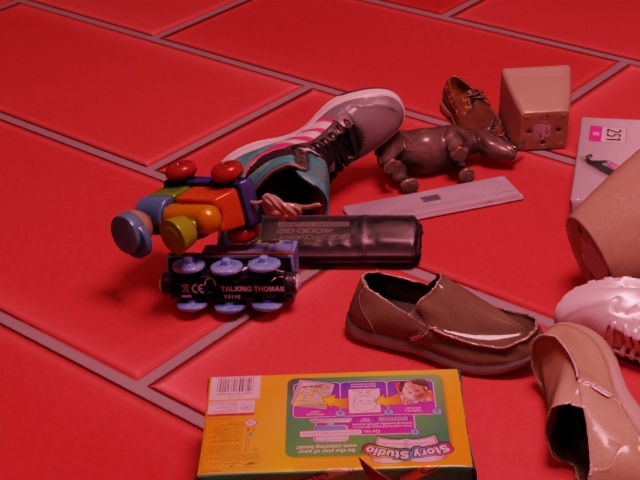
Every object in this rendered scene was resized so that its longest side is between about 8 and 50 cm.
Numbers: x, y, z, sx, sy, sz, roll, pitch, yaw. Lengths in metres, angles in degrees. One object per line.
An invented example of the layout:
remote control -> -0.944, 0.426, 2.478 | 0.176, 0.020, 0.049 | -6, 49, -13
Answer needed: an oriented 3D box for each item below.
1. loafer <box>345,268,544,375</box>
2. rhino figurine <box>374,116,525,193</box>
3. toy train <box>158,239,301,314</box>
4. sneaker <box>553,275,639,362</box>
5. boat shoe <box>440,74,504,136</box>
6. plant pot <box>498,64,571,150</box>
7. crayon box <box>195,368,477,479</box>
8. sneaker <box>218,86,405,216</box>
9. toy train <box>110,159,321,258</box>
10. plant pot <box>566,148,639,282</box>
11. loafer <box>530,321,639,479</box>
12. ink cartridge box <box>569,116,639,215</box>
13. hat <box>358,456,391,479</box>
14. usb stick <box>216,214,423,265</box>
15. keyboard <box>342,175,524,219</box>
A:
loafer -> 0.146, 0.092, 1.540 | 0.251, 0.087, 0.094 | 9, 32, 19
rhino figurine -> 0.196, -0.136, 1.944 | 0.243, 0.073, 0.106 | -9, 33, -12
toy train -> -0.112, 0.045, 1.659 | 0.184, 0.080, 0.105 | -1, 21, 8
sneaker -> 0.387, 0.108, 1.503 | 0.235, 0.090, 0.095 | 5, 40, 16
boat shoe -> 0.242, -0.214, 2.084 | 0.064, 0.060, 0.178 | -12, 32, -15
plant pot -> 0.342, -0.200, 2.018 | 0.109, 0.109, 0.096 | -4, 43, -1
crayon box -> 0.016, 0.216, 1.344 | 0.278, 0.081, 0.165 | -2, 30, 1
sneaker -> 0.002, -0.107, 1.826 | 0.295, 0.124, 0.178 | -27, 33, -1
toy train -> -0.137, -0.028, 1.609 | 0.248, 0.105, 0.143 | 4, 26, 42
plant pot -> 0.457, -0.029, 1.607 | 0.274, 0.256, 0.256 | -26, 34, -5
loafer -> 0.276, 0.178, 1.368 | 0.092, 0.102, 0.268 | -4, 30, -14
ink cartridge box -> 0.487, -0.091, 1.858 | 0.239, 0.060, 0.275 | 4, 31, 13
hat -> 0.170, 0.261, 1.151 | 0.208, 0.183, 0.173 | -24, 37, -32
usb stick -> 0.000, 0.000, 1.745 | 0.278, 0.045, 0.077 | 0, 58, 5
keyboard -> 0.164, -0.055, 1.871 | 0.256, 0.014, 0.072 | -11, 26, -14
